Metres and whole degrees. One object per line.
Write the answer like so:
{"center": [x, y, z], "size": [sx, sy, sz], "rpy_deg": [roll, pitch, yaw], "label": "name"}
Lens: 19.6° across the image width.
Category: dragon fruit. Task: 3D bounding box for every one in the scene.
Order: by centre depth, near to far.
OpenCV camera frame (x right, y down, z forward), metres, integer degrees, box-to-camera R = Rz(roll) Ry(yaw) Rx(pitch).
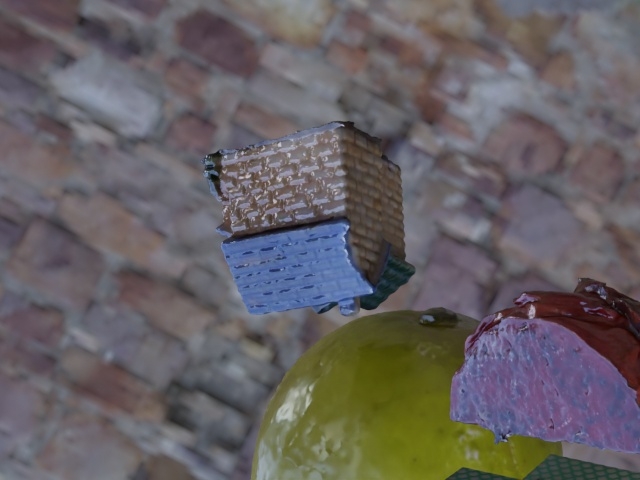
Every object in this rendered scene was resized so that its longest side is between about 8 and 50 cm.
{"center": [0.144, 0.053, 0.962], "size": [0.106, 0.083, 0.162], "rpy_deg": [-23, -169, -33], "label": "dragon fruit"}

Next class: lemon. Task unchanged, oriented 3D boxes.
{"center": [0.090, 0.235, 1.906], "size": [0.348, 0.348, 0.348], "rpy_deg": [28, -177, -1], "label": "lemon"}

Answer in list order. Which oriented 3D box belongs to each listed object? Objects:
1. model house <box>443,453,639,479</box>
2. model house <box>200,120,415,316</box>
{"center": [0.152, 0.249, 1.262], "size": [0.178, 0.271, 0.206], "rpy_deg": [9, 152, 48], "label": "model house"}
{"center": [0.000, 0.000, 1.780], "size": [0.166, 0.172, 0.183], "rpy_deg": [-15, 163, 26], "label": "model house"}
